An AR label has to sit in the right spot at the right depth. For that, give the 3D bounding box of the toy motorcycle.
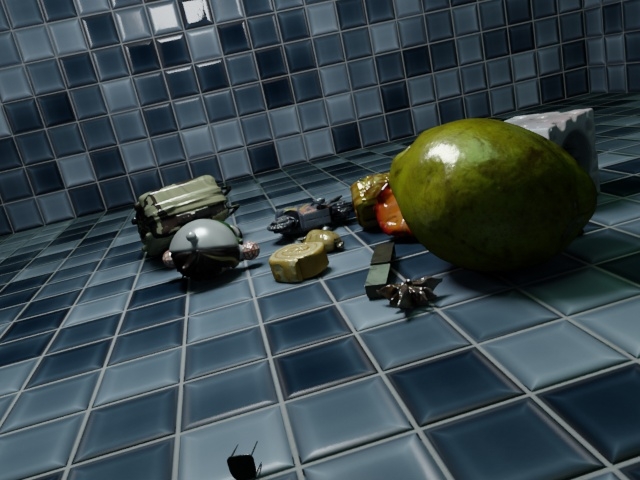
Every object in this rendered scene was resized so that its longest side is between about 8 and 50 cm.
[{"bbox_3d":[-0.035,-0.079,1.856,0.307,0.108,0.173,-15,11,-16],"label":"toy motorcycle"}]

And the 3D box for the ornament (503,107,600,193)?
[{"bbox_3d":[0.591,-0.210,1.579,0.240,0.239,0.240,-25,19,-36],"label":"ornament"}]

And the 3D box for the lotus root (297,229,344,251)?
[{"bbox_3d":[0.000,0.000,1.632,0.152,0.063,0.072,2,31,32],"label":"lotus root"}]

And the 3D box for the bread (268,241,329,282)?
[{"bbox_3d":[-0.057,0.059,1.469,0.149,0.073,0.122,-4,23,33],"label":"bread"}]

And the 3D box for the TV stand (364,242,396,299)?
[{"bbox_3d":[0.142,0.066,1.336,0.049,0.040,0.256,-7,17,13],"label":"TV stand"}]

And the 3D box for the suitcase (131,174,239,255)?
[{"bbox_3d":[-0.430,-0.078,1.899,0.339,0.194,0.351,-21,-4,-24],"label":"suitcase"}]

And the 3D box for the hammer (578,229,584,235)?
[{"bbox_3d":[0.530,-0.089,1.392,0.103,0.029,0.246,-26,52,-16],"label":"hammer"}]

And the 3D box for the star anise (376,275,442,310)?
[{"bbox_3d":[0.190,0.100,1.156,0.129,0.056,0.124,-17,16,-13],"label":"star anise"}]

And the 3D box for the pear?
[{"bbox_3d":[0.347,-0.093,1.216,0.413,0.352,0.352,23,35,34],"label":"pear"}]

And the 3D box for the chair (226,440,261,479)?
[{"bbox_3d":[-0.100,0.296,0.736,0.037,0.042,0.086,-14,15,11],"label":"chair"}]

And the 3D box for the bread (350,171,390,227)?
[{"bbox_3d":[0.205,-0.121,1.710,0.222,0.096,0.181,-12,-29,-1],"label":"bread"}]

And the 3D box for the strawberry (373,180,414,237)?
[{"bbox_3d":[0.316,-0.116,1.561,0.336,0.265,0.149,-25,-19,21],"label":"strawberry"}]

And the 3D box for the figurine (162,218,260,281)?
[{"bbox_3d":[-0.311,0.014,1.647,0.281,0.167,0.370,-6,8,6],"label":"figurine"}]
